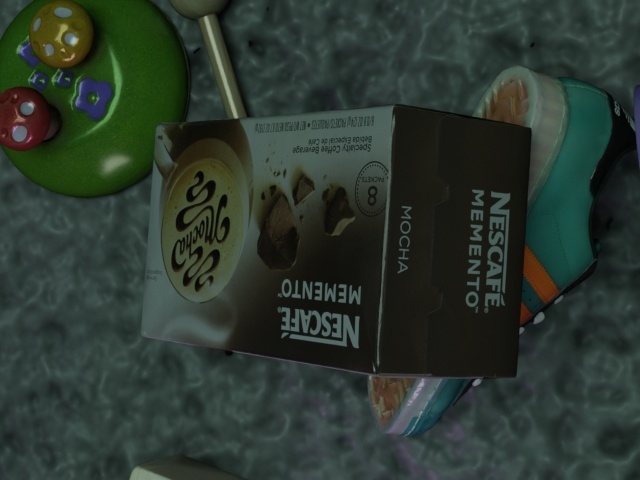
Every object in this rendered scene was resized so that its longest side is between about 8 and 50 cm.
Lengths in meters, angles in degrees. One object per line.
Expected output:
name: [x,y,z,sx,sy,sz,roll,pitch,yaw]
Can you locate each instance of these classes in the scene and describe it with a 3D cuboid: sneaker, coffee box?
sneaker: [0.135,0.025,1.021,0.121,0.108,0.302,13,118,-23]
coffee box: [0.000,0.000,0.987,0.297,0.118,0.168,4,89,54]

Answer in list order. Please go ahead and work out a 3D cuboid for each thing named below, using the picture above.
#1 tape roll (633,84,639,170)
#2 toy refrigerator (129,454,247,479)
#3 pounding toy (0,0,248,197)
tape roll: [0.264,-0.018,0.936,0.080,0.189,0.189,-10,84,19]
toy refrigerator: [-0.125,0.315,1.104,0.102,0.094,0.270,19,94,18]
pounding toy: [-0.185,-0.133,1.135,0.236,0.110,0.183,-10,85,18]
